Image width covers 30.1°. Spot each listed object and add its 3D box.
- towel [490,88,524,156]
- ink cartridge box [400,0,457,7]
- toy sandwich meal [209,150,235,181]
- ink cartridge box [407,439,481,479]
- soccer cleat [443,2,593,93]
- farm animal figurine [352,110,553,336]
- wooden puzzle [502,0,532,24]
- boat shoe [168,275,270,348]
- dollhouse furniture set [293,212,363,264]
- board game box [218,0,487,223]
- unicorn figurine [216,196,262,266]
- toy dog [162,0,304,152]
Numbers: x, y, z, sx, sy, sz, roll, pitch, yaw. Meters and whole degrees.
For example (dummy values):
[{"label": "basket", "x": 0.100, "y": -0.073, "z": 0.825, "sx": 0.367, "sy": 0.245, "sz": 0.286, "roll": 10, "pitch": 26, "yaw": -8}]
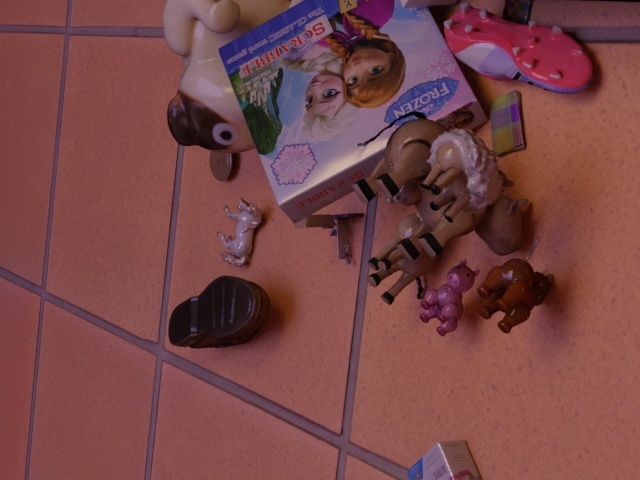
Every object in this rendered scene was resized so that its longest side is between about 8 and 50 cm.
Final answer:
[{"label": "towel", "x": 0.255, "y": -0.159, "z": 1.632, "sx": 0.060, "sy": 0.009, "sz": 0.083, "roll": -20, "pitch": 71, "yaw": 54}, {"label": "ink cartridge box", "x": 0.151, "y": -0.418, "z": 1.700, "sx": 0.090, "sy": 0.092, "sz": 0.143, "roll": -49, "pitch": 54, "yaw": 57}, {"label": "toy sandwich meal", "x": -0.181, "y": -0.153, "z": 2.254, "sx": 0.085, "sy": 0.029, "sz": 0.085, "roll": 5, "pitch": 96, "yaw": 54}, {"label": "ink cartridge box", "x": 0.183, "y": 0.355, "z": 1.664, "sx": 0.088, "sy": 0.052, "sz": 0.122, "roll": -52, "pitch": 46, "yaw": 40}, {"label": "soccer cleat", "x": 0.265, "y": -0.241, "z": 1.580, "sx": 0.248, "sy": 0.095, "sz": 0.083, "roll": 31, "pitch": 72, "yaw": 40}, {"label": "farm animal figurine", "x": 0.175, "y": -0.032, "z": 1.590, "sx": 0.330, "sy": 0.172, "sz": 0.327, "roll": 15, "pitch": 141, "yaw": 55}, {"label": "wooden puzzle", "x": 0.268, "y": -0.311, "z": 1.627, "sx": 0.049, "sy": 0.006, "sz": 0.083, "roll": 23, "pitch": 107, "yaw": 54}, {"label": "boat shoe", "x": -0.161, "y": 0.132, "z": 2.141, "sx": 0.307, "sy": 0.104, "sz": 0.110, "roll": -16, "pitch": 66, "yaw": 56}, {"label": "dollhouse furniture set", "x": 0.000, "y": 0.000, "z": 1.905, "sx": 0.091, "sy": 0.114, "sz": 0.081, "roll": -3, "pitch": 89, "yaw": 53}, {"label": "board game box", "x": 0.038, "y": -0.231, "z": 1.752, "sx": 0.319, "sy": 0.066, "sz": 0.318, "roll": -29, "pitch": 58, "yaw": 9}, {"label": "unicorn figurine", "x": -0.143, "y": -0.026, "z": 2.171, "sx": 0.111, "sy": 0.060, "sz": 0.162, "roll": 32, "pitch": 130, "yaw": 51}, {"label": "toy dog", "x": -0.168, "y": -0.351, "z": 2.033, "sx": 0.395, "sy": 0.284, "sz": 0.408, "roll": -23, "pitch": 71, "yaw": 56}]
